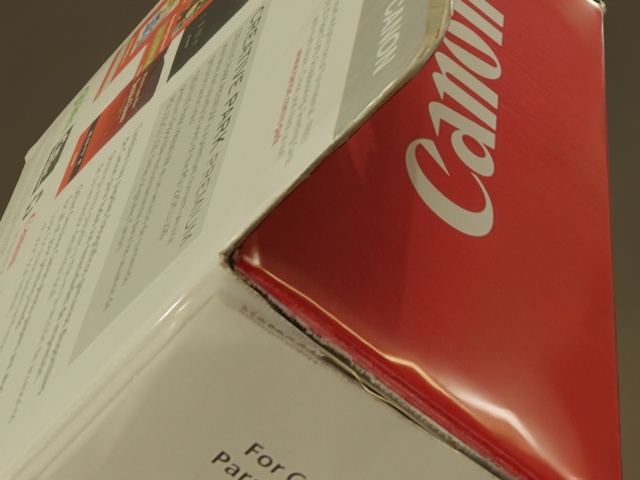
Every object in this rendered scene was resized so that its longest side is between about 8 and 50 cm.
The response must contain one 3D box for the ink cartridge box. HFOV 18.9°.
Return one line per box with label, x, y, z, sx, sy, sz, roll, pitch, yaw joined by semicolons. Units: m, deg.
ink cartridge box;0.000;0.000;0.584;0.130;0.309;0.272;37;-60;-16
